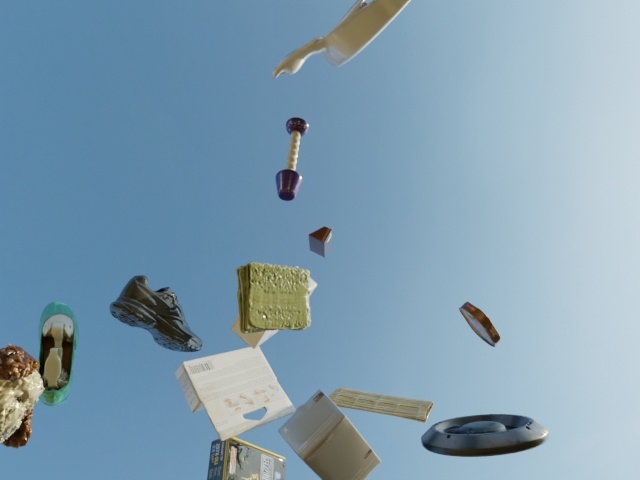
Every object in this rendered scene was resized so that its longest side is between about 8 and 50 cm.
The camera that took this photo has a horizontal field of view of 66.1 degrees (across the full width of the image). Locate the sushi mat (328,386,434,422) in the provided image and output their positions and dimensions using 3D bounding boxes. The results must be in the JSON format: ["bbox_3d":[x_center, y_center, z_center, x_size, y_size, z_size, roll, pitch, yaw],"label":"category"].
[{"bbox_3d":[0.178,0.499,1.506,0.316,0.151,0.019,1,-86,24],"label":"sushi mat"}]

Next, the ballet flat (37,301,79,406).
[{"bbox_3d":[-0.584,0.238,1.096,0.083,0.087,0.247,3,-122,-29],"label":"ballet flat"}]

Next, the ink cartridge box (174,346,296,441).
[{"bbox_3d":[-0.253,0.461,1.488,0.296,0.261,0.066,-1,-44,-48],"label":"ink cartridge box"}]

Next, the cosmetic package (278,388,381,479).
[{"bbox_3d":[0.025,0.444,1.063,0.127,0.107,0.238,-43,-47,-13],"label":"cosmetic package"}]

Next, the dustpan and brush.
[{"bbox_3d":[0.020,-0.255,0.621,0.060,0.147,0.211,44,-111,-20],"label":"dustpan and brush"}]

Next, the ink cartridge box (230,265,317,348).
[{"bbox_3d":[-0.123,0.180,1.357,0.092,0.218,0.158,39,-62,12],"label":"ink cartridge box"}]

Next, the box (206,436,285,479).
[{"bbox_3d":[-0.208,0.749,1.378,0.079,0.322,0.257,-26,-48,24],"label":"box"}]

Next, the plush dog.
[{"bbox_3d":[-0.547,0.270,0.760,0.210,0.225,0.262,38,-56,15],"label":"plush dog"}]

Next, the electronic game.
[{"bbox_3d":[0.304,0.366,0.921,0.229,0.229,0.048,-5,-101,-13],"label":"electronic game"}]

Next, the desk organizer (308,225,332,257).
[{"bbox_3d":[0.000,0.000,1.373,0.050,0.130,0.047,26,-108,10],"label":"desk organizer"}]

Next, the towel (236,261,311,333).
[{"bbox_3d":[-0.072,0.091,0.783,0.148,0.027,0.110,6,-100,-46],"label":"towel"}]

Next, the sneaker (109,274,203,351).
[{"bbox_3d":[-0.397,0.195,1.271,0.286,0.109,0.130,52,-137,-40],"label":"sneaker"}]

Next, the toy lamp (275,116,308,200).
[{"bbox_3d":[-0.079,-0.231,1.399,0.080,0.080,0.275,19,-125,-17],"label":"toy lamp"}]

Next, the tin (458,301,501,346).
[{"bbox_3d":[0.493,0.258,1.518,0.040,0.106,0.190,-46,-54,-9],"label":"tin"}]
